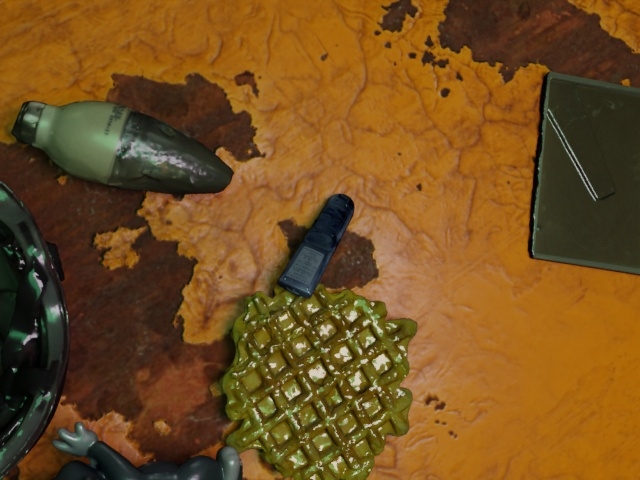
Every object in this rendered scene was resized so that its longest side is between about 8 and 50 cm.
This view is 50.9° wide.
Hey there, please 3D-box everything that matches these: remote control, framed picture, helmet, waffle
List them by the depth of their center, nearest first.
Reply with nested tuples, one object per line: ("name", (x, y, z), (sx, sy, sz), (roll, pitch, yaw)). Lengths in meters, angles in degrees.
("helmet", (-0.389, 0.095, 0.673), (0.271, 0.197, 0.338), (-17, 77, -21))
("waffle", (0.001, 0.172, 0.806), (0.243, 0.059, 0.237), (16, 81, -9))
("remote control", (0.000, 0.001, 0.815), (0.044, 0.027, 0.152), (26, 59, 4))
("framed picture", (0.387, -0.092, 0.929), (0.192, 0.018, 0.265), (9, 82, -9))

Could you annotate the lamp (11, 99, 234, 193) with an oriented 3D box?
("lamp", (-0.224, -0.103, 0.776), (0.250, 0.101, 0.101), (16, 81, -15))

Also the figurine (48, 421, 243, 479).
("figurine", (-0.212, 0.298, 0.694), (0.265, 0.140, 0.193), (0, 123, -16))
